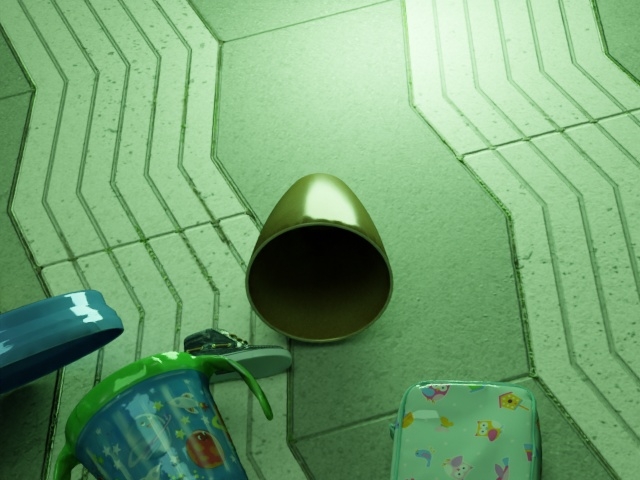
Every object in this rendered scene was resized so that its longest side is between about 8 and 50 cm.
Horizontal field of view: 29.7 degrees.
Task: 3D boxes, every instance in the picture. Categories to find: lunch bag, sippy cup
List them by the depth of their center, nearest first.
[{"bbox_3d":[0.206,0.335,1.759,0.224,0.108,0.279,-2,47,14],"label":"lunch bag"},{"bbox_3d":[-0.225,0.321,1.780,0.240,0.305,0.224,4,43,-51],"label":"sippy cup"}]

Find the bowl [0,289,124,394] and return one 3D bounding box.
[{"bbox_3d":[-0.493,0.179,1.837,0.391,0.391,0.077,-23,84,-11],"label":"bowl"}]

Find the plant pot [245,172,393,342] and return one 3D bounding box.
[{"bbox_3d":[0.000,0.000,2.026,0.237,0.237,0.254,-5,34,5],"label":"plant pot"}]

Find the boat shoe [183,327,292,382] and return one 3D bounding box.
[{"bbox_3d":[-0.139,0.179,1.977,0.183,0.065,0.083,-8,50,3],"label":"boat shoe"}]
